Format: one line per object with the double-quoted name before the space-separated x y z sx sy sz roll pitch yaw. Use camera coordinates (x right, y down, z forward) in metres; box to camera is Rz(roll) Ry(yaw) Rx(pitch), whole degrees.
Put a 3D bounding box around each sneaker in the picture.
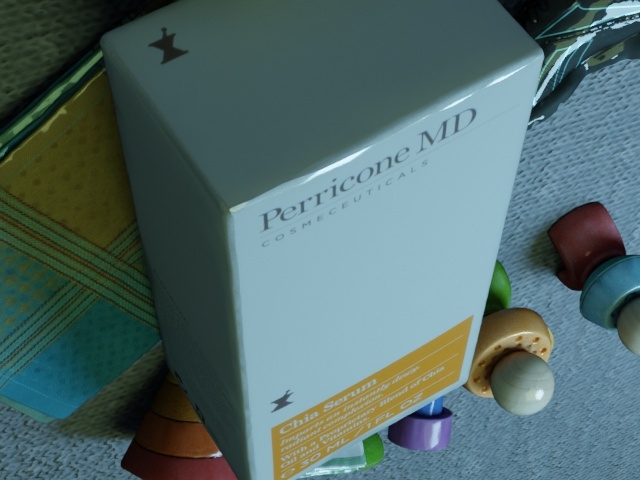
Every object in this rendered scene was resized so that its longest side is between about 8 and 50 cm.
"sneaker" 0.191 -0.175 1.076 0.267 0.101 0.106 -30 117 -2

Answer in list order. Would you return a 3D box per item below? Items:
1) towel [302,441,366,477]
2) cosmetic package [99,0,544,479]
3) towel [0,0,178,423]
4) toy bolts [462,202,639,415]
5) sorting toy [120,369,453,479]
"towel" -0.014 0.141 1.206 0.113 0.152 0.023 0 167 -34
"cosmetic package" 0.000 0.000 0.970 0.230 0.161 0.453 -28 152 -16
"towel" -0.163 -0.017 1.034 0.370 0.040 0.271 -41 140 7
"toy bolts" 0.244 0.101 1.307 0.228 0.158 0.218 -32 139 0
"sorting toy" -0.016 0.149 1.264 0.365 0.127 0.126 -1 101 -34
